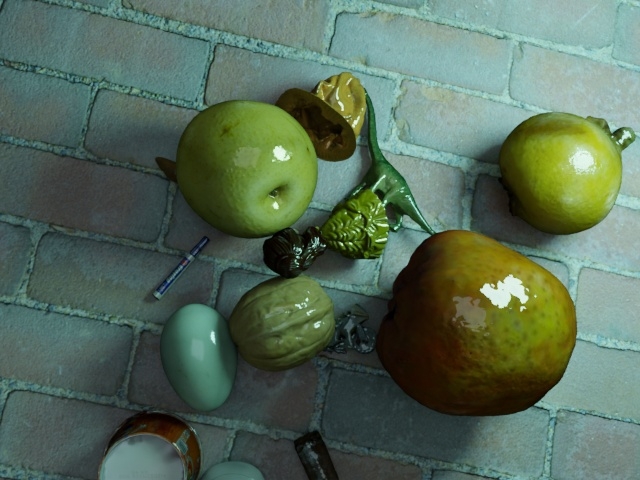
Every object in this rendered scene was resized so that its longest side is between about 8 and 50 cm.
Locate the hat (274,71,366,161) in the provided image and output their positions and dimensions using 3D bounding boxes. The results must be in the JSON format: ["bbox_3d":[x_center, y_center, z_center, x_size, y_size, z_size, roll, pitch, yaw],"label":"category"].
[{"bbox_3d":[0.039,-0.366,1.783,0.233,0.244,0.233,53,55,-21],"label":"hat"}]

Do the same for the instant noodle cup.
[{"bbox_3d":[-0.404,0.533,1.564,0.251,0.192,0.250,1,81,-7],"label":"instant noodle cup"}]

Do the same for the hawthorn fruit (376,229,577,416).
[{"bbox_3d":[0.361,0.218,1.575,0.472,0.472,0.471,1,82,-6],"label":"hawthorn fruit"}]

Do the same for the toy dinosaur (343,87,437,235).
[{"bbox_3d":[0.208,-0.192,1.804,0.447,0.087,0.300,34,70,2],"label":"toy dinosaur"}]

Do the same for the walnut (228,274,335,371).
[{"bbox_3d":[-0.088,0.196,1.603,0.261,0.225,0.224,-21,85,-13],"label":"walnut"}]

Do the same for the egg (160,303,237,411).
[{"bbox_3d":[-0.292,0.284,1.619,0.183,0.183,0.264,-12,89,-8],"label":"egg"}]

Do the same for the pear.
[{"bbox_3d":[-0.180,-0.178,1.624,0.349,0.348,0.348,1,82,-6],"label":"pear"}]

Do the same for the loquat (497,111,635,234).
[{"bbox_3d":[0.638,-0.188,1.723,0.360,0.328,0.328,-30,86,11],"label":"loquat"}]

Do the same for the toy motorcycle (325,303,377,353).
[{"bbox_3d":[0.033,0.229,1.717,0.229,0.094,0.129,-1,77,6],"label":"toy motorcycle"}]

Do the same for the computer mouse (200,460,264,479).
[{"bbox_3d":[-0.210,0.689,1.603,0.184,0.121,0.296,4,80,-7],"label":"computer mouse"}]

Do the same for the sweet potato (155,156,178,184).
[{"bbox_3d":[-0.349,-0.153,1.741,0.202,0.055,0.058,45,116,-1],"label":"sweet potato"}]

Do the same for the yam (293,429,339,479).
[{"bbox_3d":[-0.010,0.555,1.666,0.079,0.079,0.141,-23,86,-9],"label":"yam"}]

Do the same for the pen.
[{"bbox_3d":[-0.359,0.070,1.722,0.025,0.025,0.204,40,80,0],"label":"pen"}]

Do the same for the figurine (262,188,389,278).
[{"bbox_3d":[-0.003,-0.003,1.643,0.315,0.187,0.168,-17,63,-31],"label":"figurine"}]
